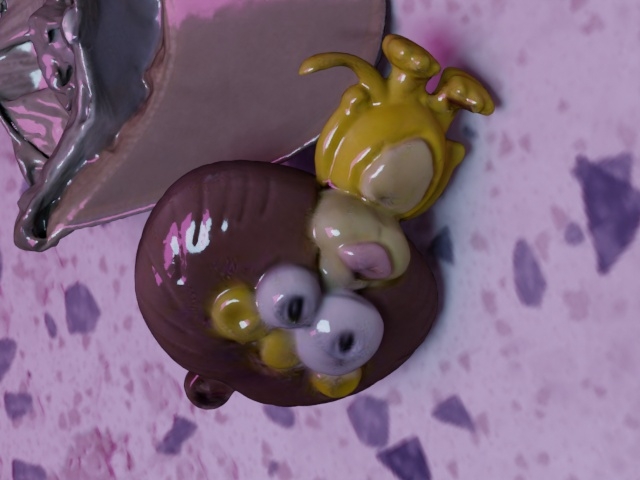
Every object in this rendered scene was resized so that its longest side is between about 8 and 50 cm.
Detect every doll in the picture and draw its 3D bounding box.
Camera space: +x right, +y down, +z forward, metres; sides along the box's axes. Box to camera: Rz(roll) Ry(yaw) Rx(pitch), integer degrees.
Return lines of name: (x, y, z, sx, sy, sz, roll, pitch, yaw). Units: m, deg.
doll: (-0.007, -0.004, 0.763, 0.096, 0.145, 0.188, -122, 42, -53)

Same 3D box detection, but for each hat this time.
hat: (-0.081, -0.110, 0.874, 0.244, 0.149, 0.214, -8, 89, 8)
